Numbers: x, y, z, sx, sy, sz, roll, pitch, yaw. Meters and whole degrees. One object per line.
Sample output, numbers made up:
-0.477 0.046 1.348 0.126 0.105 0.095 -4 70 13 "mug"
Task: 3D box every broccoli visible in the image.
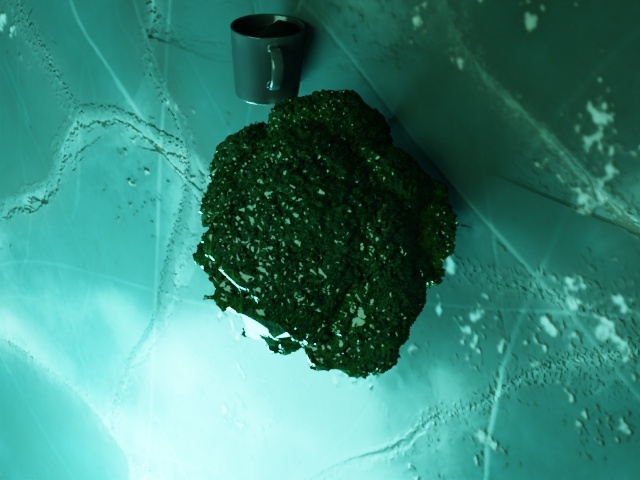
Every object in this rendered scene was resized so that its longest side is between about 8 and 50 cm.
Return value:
0.000 0.000 1.394 0.245 0.265 0.294 121 130 -79 "broccoli"

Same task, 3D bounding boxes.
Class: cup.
-0.053 -0.184 1.448 0.100 0.078 0.077 -111 20 -61 "cup"
